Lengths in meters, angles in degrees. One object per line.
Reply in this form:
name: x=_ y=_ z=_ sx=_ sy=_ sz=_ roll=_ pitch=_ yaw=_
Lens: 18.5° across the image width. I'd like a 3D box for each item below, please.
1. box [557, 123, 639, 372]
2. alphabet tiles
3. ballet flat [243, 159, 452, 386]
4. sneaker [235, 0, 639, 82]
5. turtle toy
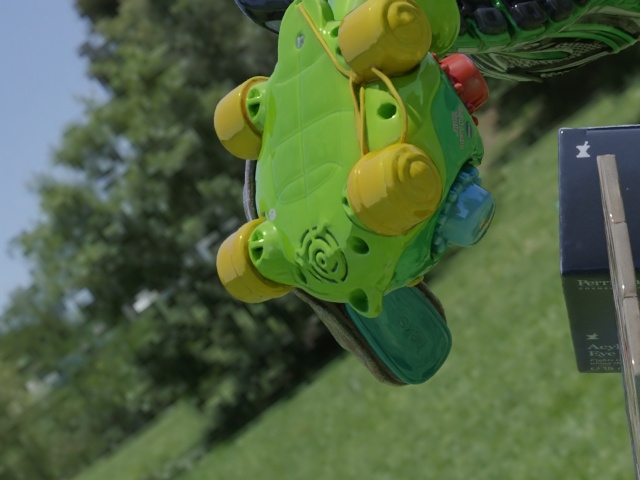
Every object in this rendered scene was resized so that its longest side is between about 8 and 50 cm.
box: x=0.243 y=0.008 z=1.338 sx=0.153 sy=0.108 sz=0.207 roll=-2 pitch=-22 yaw=11
alphabet tiles: x=0.139 y=0.086 z=0.846 sx=0.009 sy=0.237 sz=0.198 roll=-8 pitch=46 yaw=8
ballet flat: x=0.000 y=0.000 z=1.509 sx=0.107 sy=0.316 sz=0.106 roll=-41 pitch=44 yaw=-13
sneaker: x=0.086 y=-0.130 z=1.026 sx=0.344 sy=0.134 sz=0.146 roll=-6 pitch=-26 yaw=-42
turtle toy: x=0.017 y=-0.037 z=0.614 sx=0.066 sy=0.130 sz=0.095 roll=13 pitch=-24 yaw=-33
